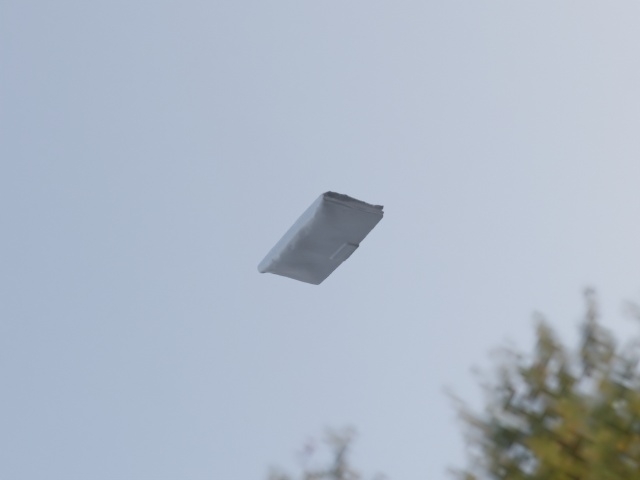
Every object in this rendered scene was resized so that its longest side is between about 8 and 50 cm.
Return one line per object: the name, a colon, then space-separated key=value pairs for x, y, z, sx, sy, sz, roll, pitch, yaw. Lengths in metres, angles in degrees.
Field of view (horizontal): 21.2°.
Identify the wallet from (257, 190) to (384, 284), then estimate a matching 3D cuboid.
wallet: x=0.000 y=0.000 z=0.994 sx=0.044 sy=0.011 sz=0.083 roll=14 pitch=-39 yaw=-26
